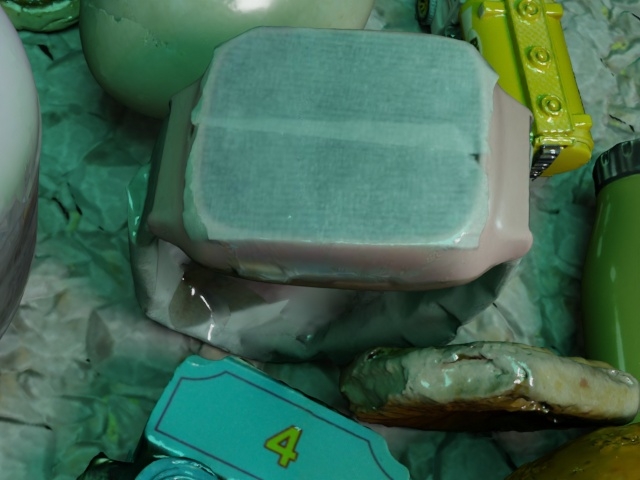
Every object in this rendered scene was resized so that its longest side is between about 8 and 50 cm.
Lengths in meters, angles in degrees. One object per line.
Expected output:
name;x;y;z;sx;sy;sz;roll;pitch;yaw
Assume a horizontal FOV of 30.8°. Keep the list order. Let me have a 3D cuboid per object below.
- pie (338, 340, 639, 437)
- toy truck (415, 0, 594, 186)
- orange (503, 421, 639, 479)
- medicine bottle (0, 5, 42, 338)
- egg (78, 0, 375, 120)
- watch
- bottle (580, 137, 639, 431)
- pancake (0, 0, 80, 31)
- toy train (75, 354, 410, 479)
pie;0.104;0.098;0.750;0.195;0.195;0.046;6;75;-11
toy truck;0.149;-0.145;0.918;0.098;0.114;0.226;-1;65;-14
orange;0.192;0.228;0.682;0.240;0.240;0.240;6;64;-12
medicine bottle;-0.279;-0.008;0.636;0.241;0.302;0.241;6;63;-12
egg;-0.063;-0.183;0.840;0.186;0.186;0.253;43;64;8
watch;0.000;0.000;0.735;0.253;0.241;0.161;5;59;6
bottle;0.247;0.050;0.849;0.112;0.112;0.260;6;63;-12
pancake;-0.231;-0.233;0.913;0.158;0.028;0.158;4;65;-9
toy train;-0.046;0.164;0.728;0.198;0.107;0.154;28;54;0
